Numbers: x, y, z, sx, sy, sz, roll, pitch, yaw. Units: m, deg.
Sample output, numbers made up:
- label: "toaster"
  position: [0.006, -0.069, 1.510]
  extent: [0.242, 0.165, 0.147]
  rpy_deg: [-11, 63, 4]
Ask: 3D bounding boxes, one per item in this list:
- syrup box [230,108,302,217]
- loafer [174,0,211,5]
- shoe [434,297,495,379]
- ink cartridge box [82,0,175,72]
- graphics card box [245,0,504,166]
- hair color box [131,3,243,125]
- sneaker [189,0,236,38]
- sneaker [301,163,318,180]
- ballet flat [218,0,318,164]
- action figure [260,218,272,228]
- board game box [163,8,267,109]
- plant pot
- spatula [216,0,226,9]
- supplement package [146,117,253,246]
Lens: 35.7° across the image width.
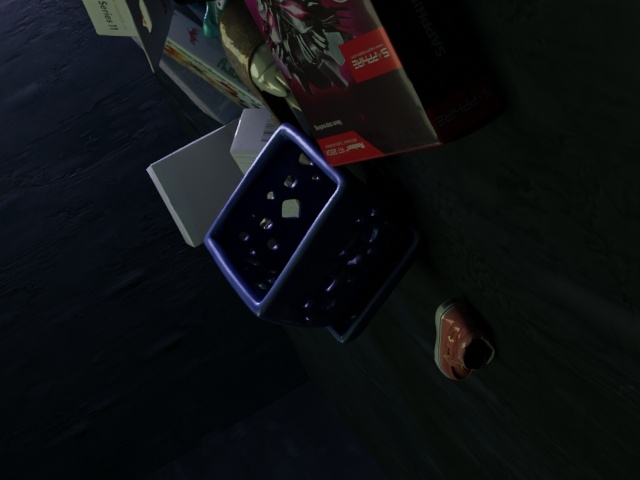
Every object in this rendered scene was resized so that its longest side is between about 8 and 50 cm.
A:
- label: "syrup box"
  position: [-0.070, -0.128, 1.762]
  extent: [0.237, 0.096, 0.093]
  rpy_deg: [60, -140, -57]
- label: "loafer"
  position: [-0.142, -0.395, 1.410]
  extent: [0.096, 0.084, 0.267]
  rpy_deg: [59, 157, -4]
- label: "shoe"
  position: [0.209, 0.167, 1.442]
  extent: [0.178, 0.063, 0.081]
  rpy_deg: [77, 166, -47]
- label: "ink cartridge box"
  position: [-0.284, -0.448, 1.482]
  extent: [0.207, 0.119, 0.353]
  rpy_deg: [79, -163, -62]
- label: "graphics card box"
  position: [0.012, -0.259, 0.994]
  extent: [0.233, 0.094, 0.371]
  rpy_deg: [-2, 117, 63]
- label: "hair color box"
  position: [-0.295, -0.405, 1.948]
  extent: [0.374, 0.113, 0.185]
  rpy_deg: [45, 177, -24]
- label: "sneaker"
  position: [-0.210, -0.457, 1.662]
  extent: [0.275, 0.110, 0.107]
  rpy_deg: [58, 170, 18]
- label: "sneaker"
  position: [0.024, -0.095, 1.729]
  extent: [0.065, 0.061, 0.158]
  rpy_deg: [-5, 118, 50]
- label: "ballet flat"
  position: [-0.044, -0.231, 1.516]
  extent: [0.106, 0.107, 0.316]
  rpy_deg: [43, 171, 50]
- label: "action figure"
  position: [-0.049, -0.004, 2.075]
  extent: [0.164, 0.141, 0.276]
  rpy_deg: [49, 169, 0]
- label: "board game box"
  position: [-0.193, -0.317, 1.763]
  extent: [0.305, 0.053, 0.193]
  rpy_deg: [34, 176, -13]
- label: "plant pot"
  position: [0.000, 0.000, 1.480]
  extent: [0.212, 0.236, 0.236]
  rpy_deg: [28, -169, -36]
- label: "spatula"
  position: [-0.133, -0.412, 1.496]
  extent: [0.168, 0.019, 0.242]
  rpy_deg: [53, 152, 10]
- label: "supplement package"
  position: [-0.217, -0.135, 2.175]
  extent: [0.199, 0.263, 0.198]
  rpy_deg: [62, 170, -8]
